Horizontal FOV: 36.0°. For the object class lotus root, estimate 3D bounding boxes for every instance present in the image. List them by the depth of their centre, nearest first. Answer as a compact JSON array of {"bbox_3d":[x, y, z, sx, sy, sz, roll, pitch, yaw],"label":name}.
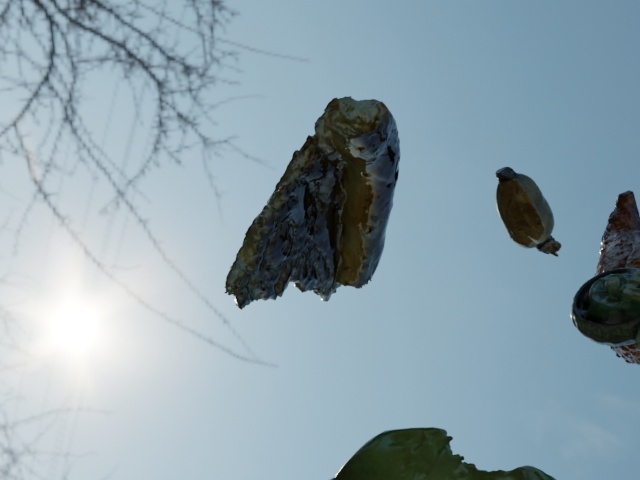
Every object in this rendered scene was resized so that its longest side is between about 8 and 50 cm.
[{"bbox_3d":[0.291,-0.035,1.382,0.152,0.072,0.063,54,-20,-13],"label":"lotus root"}]

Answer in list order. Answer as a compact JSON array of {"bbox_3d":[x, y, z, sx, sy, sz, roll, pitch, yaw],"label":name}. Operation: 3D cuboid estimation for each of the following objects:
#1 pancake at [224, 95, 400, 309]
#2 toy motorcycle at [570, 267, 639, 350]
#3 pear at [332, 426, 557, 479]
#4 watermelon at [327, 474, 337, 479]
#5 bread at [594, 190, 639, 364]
[{"bbox_3d":[0.000,0.000,0.881,0.057,0.244,0.266,25,-45,21],"label":"pancake"},{"bbox_3d":[0.366,0.020,0.809,0.109,0.296,0.198,63,-8,-32],"label":"toy motorcycle"},{"bbox_3d":[0.122,0.280,0.623,0.282,0.176,0.286,55,-17,-21],"label":"pear"},{"bbox_3d":[0.084,0.513,1.801,0.228,0.258,0.387,40,-21,23],"label":"watermelon"},{"bbox_3d":[0.361,0.052,1.156,0.269,0.095,0.139,-80,166,-64],"label":"bread"}]
